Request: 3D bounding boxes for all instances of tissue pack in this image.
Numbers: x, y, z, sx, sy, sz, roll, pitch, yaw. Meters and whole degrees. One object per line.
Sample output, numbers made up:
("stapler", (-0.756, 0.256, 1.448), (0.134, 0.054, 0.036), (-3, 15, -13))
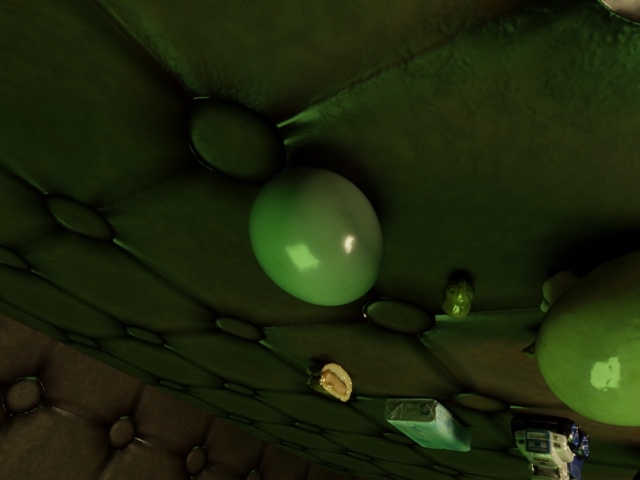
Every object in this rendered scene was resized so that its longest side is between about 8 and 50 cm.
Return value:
("tissue pack", (0.343, 0.588, 1.296), (0.177, 0.089, 0.263), (-15, 135, 36))

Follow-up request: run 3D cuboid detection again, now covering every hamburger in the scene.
("hamburger", (0.014, 0.400, 1.192), (0.102, 0.087, 0.176), (3, 153, 41))

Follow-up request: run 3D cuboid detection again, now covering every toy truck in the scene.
("toy truck", (0.617, 0.582, 1.089), (0.161, 0.176, 0.213), (-17, 133, 41))

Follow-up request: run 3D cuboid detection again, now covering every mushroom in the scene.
("mushroom", (0.392, 0.119, 0.542), (0.246, 0.202, 0.245), (-13, 124, -20))

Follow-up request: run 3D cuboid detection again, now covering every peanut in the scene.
("peanut", (0.235, 0.100, 0.696), (0.054, 0.053, 0.113), (7, 147, 16))

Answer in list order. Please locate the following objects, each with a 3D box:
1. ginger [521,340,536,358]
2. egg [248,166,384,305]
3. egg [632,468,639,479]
("ginger", (0.488, 0.218, 0.681), (0.267, 0.152, 0.138), (-11, 166, 28))
("egg", (0.000, 0.000, 0.558), (0.168, 0.167, 0.231), (-6, 144, 30))
("egg", (0.955, 0.678, 0.980), (0.380, 0.287, 0.287), (5, 145, -1))
